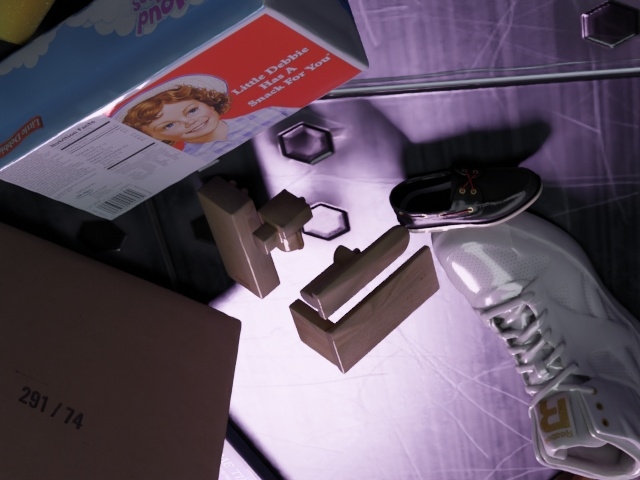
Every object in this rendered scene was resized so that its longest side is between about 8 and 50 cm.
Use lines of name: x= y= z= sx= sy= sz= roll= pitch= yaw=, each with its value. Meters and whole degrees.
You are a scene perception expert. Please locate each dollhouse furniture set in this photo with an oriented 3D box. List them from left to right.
dollhouse furniture set: x=0.000 y=0.000 z=1.526 sx=0.151 sy=0.123 sz=0.144 roll=34 pitch=154 yaw=37

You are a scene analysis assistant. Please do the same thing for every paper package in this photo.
paper package: x=-0.260 y=0.164 z=1.539 sx=0.325 sy=0.309 sz=0.168 roll=23 pitch=139 yaw=-19

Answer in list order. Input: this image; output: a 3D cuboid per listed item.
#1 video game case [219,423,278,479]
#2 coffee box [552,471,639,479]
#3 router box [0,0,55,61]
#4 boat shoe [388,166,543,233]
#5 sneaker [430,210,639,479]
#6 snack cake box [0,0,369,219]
video game case: x=-0.185 y=0.275 z=1.868 sx=0.274 sy=0.026 sz=0.196 roll=-17 pitch=134 yaw=21
coffee box: x=0.354 y=0.258 z=1.694 sx=0.119 sy=0.168 sz=0.297 roll=23 pitch=135 yaw=-20
router box: x=-0.322 y=-0.262 z=1.242 sx=0.309 sy=0.081 sz=0.243 roll=24 pitch=136 yaw=-20
boat shoe: x=0.123 y=-0.039 z=1.473 sx=0.133 sy=0.049 sz=0.042 roll=-11 pitch=144 yaw=23
sneaker: x=0.206 y=0.100 z=1.533 sx=0.108 sy=0.169 sz=0.292 roll=-29 pitch=127 yaw=34
snack cake box: x=-0.116 y=-0.125 z=1.309 sx=0.264 sy=0.089 sz=0.152 roll=-28 pitch=153 yaw=23
